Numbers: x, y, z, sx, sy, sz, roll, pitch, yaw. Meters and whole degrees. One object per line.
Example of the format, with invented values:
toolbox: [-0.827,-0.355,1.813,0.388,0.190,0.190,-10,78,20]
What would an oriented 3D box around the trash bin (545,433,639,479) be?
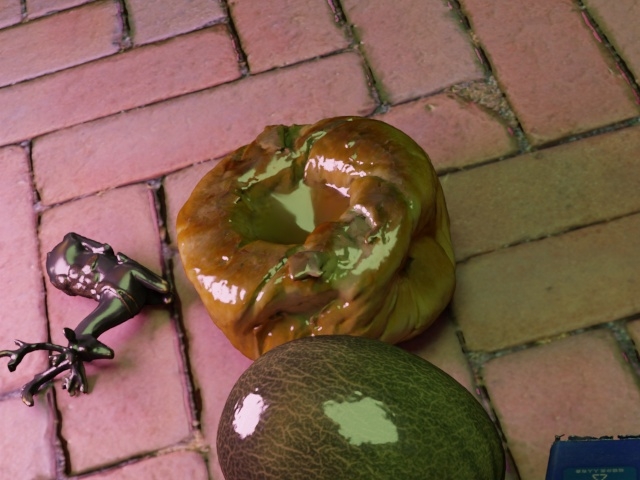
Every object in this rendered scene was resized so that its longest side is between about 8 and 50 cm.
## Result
trash bin: [0.279,0.315,1.446,0.162,0.184,0.234,-4,33,13]

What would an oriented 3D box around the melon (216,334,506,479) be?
melon: [0.042,0.222,1.545,0.302,0.237,0.237,17,52,27]

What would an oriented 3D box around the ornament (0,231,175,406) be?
ornament: [-0.331,0.101,1.899,0.202,0.080,0.236,22,55,29]

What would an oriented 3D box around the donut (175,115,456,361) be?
donut: [0.000,0.000,1.845,0.360,0.170,0.360,-13,43,12]
